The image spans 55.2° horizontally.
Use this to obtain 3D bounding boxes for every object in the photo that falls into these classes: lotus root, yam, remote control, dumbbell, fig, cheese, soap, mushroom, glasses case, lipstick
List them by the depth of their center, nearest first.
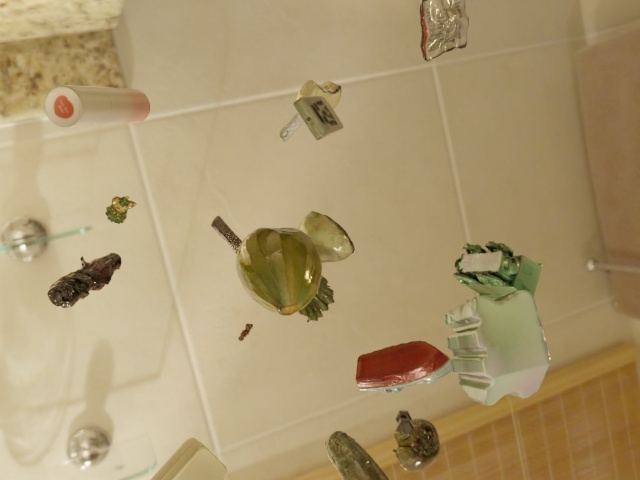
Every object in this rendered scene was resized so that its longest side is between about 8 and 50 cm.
[{"bbox_3d":[-0.499,-0.308,1.402,0.087,0.087,0.327,-11,-170,11],"label":"lipstick"},{"bbox_3d":[0.195,0.423,1.423,0.036,0.040,0.083,-29,180,4],"label":"dumbbell"},{"bbox_3d":[-0.380,0.647,1.510,0.313,0.131,0.070,-47,-145,-21],"label":"glasses case"},{"bbox_3d":[0.445,0.285,1.596,0.156,0.261,0.446,-11,168,-1],"label":"soap"},{"bbox_3d":[-0.114,0.091,1.685,0.240,0.239,0.271,-13,-137,2],"label":"fig"},{"bbox_3d":[0.003,-0.349,1.706,0.038,0.123,0.285,-32,-176,19],"label":"remote control"},{"bbox_3d":[0.131,0.731,1.886,0.133,0.330,0.133,-31,152,-19],"label":"yam"},{"bbox_3d":[-0.033,-0.428,2.039,0.071,0.248,0.163,40,-165,29],"label":"cheese"},{"bbox_3d":[-0.337,-0.004,2.316,0.028,0.212,0.059,-16,-146,35],"label":"remote control"},{"bbox_3d":[0.380,0.777,2.336,0.204,0.183,0.078,-25,166,-24],"label":"lotus root"},{"bbox_3d":[0.001,-0.001,2.588,0.164,0.267,0.189,-43,159,-12],"label":"mushroom"}]

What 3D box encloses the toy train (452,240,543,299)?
[{"bbox_3d":[0.559,0.100,1.980,0.202,0.145,0.266,29,165,-24],"label":"toy train"}]

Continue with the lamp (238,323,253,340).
[{"bbox_3d":[-0.307,0.377,2.503,0.083,0.031,0.063,-52,169,-3],"label":"lamp"}]

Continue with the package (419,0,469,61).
[{"bbox_3d":[0.344,-0.603,1.711,0.040,0.166,0.232,15,-146,42],"label":"package"}]

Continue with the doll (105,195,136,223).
[{"bbox_3d":[-0.675,-0.121,2.069,0.078,0.113,0.076,19,-154,-33],"label":"doll"}]

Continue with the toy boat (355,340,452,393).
[{"bbox_3d":[0.286,0.434,2.045,0.332,0.133,0.145,-18,-144,26],"label":"toy boat"}]

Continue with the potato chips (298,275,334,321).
[{"bbox_3d":[-0.062,0.157,2.565,0.097,0.373,0.389,-23,148,15],"label":"potato chips"}]

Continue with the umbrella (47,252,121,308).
[{"bbox_3d":[-0.617,0.099,1.640,0.094,0.090,0.326,14,-164,5],"label":"umbrella"}]
